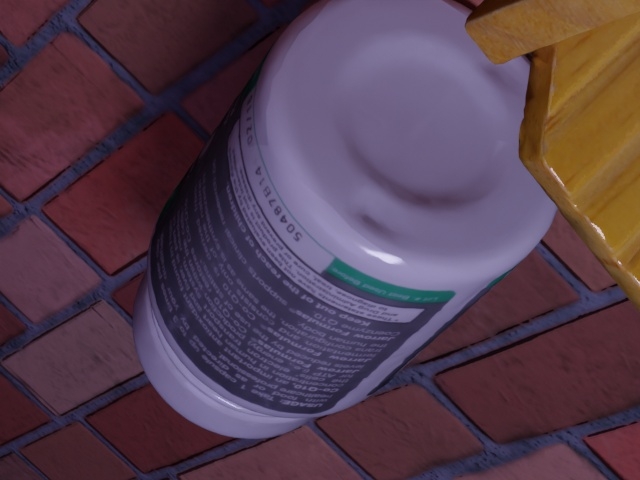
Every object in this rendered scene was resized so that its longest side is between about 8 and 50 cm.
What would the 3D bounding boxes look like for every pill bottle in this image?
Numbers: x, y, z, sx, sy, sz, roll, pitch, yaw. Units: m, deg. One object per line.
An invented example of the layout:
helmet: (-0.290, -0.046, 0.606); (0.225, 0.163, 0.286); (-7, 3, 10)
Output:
pill bottle: (0.000, 0.000, 1.295); (0.204, 0.204, 0.361); (39, 148, -2)

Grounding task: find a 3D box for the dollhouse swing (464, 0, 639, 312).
dollhouse swing: (0.323, -0.058, 0.842); (0.347, 0.315, 0.305); (50, 166, -19)
